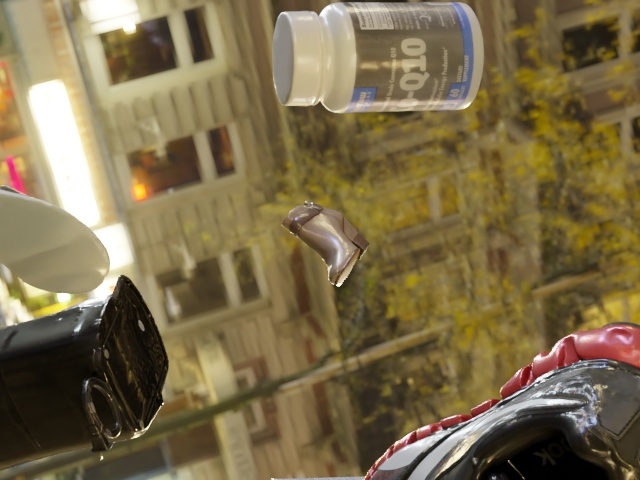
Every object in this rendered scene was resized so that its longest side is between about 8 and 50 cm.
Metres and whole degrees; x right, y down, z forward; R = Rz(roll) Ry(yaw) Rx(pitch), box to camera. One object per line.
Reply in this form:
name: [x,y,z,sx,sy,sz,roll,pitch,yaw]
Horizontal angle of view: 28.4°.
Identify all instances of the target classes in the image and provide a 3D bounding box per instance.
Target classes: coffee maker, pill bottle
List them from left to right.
coffee maker: [-0.225,0.112,0.961,0.171,0.178,0.120,-24,97,-77]
pill bottle: [0.039,-0.129,0.895,0.078,0.137,0.078,176,-90,-75]

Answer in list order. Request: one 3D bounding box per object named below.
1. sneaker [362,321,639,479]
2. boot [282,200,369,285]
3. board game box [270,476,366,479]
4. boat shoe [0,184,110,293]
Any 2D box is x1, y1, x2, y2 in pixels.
sneaker: [0.094,0.156,0.736,0.097,0.276,0.135,48,32,-4]
boot: [0.000,0.000,1.301,0.042,0.087,0.118,-61,174,23]
board game box: [0.121,0.312,0.868,0.066,0.318,0.319,88,0,-49]
boat shoe: [-0.296,-0.016,1.204,0.070,0.219,0.078,-38,152,-85]
